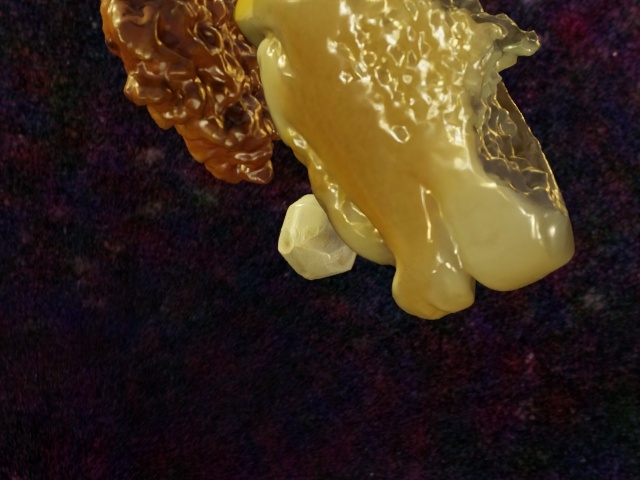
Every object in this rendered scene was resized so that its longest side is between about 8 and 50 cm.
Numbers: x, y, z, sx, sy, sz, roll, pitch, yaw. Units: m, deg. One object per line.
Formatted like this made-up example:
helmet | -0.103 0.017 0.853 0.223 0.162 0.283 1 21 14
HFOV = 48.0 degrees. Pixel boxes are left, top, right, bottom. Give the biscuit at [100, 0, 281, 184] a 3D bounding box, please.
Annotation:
biscuit | -0.151 -0.257 0.911 0.110 0.318 0.312 -15 64 19

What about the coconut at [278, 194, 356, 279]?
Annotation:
coconut | 0.001 0.001 1.421 0.161 0.161 0.162 18 83 -12

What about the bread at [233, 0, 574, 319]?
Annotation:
bread | 0.083 -0.130 0.724 0.245 0.329 0.424 -30 83 6
